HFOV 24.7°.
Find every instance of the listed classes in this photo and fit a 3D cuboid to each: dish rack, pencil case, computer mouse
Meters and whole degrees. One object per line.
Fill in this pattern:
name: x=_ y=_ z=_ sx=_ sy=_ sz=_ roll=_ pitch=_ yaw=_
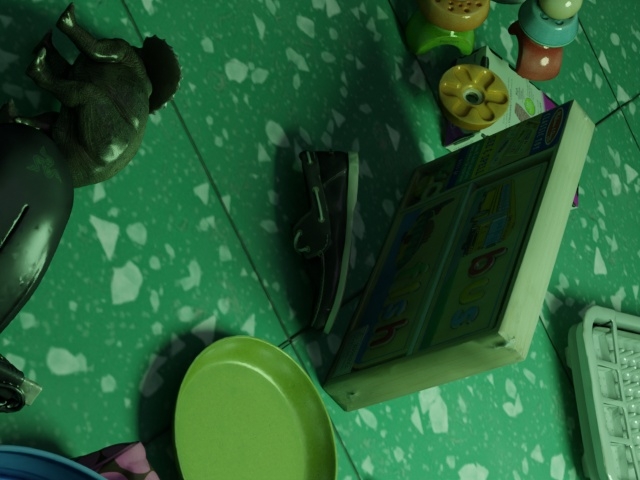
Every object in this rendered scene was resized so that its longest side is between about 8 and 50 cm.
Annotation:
dish rack: x=0.471 y=0.256 z=2.159 sx=0.333 sy=0.072 sz=0.285 roll=13 pitch=63 yaw=-45
pencil case: x=-0.177 y=0.297 z=1.396 sx=0.098 sy=0.095 sz=0.209 roll=-27 pitch=96 yaw=-21
computer mouse: x=-0.300 y=0.010 z=1.357 sx=0.188 sy=0.072 sz=0.272 roll=33 pitch=65 yaw=-32

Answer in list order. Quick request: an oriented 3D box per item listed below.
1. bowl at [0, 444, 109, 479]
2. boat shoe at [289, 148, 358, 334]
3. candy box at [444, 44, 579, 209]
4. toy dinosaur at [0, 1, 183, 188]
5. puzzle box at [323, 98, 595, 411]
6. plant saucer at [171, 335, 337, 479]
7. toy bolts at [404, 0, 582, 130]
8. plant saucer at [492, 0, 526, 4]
bowl: x=-0.279 y=0.369 z=1.213 sx=0.391 sy=0.077 sz=0.391 roll=12 pitch=70 yaw=-36
boat shoe: x=0.000 y=0.000 z=1.758 sx=0.079 sy=0.084 sz=0.233 roll=6 pitch=71 yaw=-6
candy box: x=0.284 y=-0.154 z=2.133 sx=0.233 sy=0.071 sz=0.159 roll=34 pitch=50 yaw=-35
toy dinosaur: x=-0.234 y=-0.137 z=1.507 sx=0.160 sy=0.121 sz=0.313 roll=33 pitch=45 yaw=-17
puzzle box: x=0.174 y=0.015 z=1.777 sx=0.052 sy=0.272 sz=0.409 roll=47 pitch=43 yaw=-24
plant saucer: x=-0.077 y=0.223 z=1.583 sx=0.241 sy=0.037 sz=0.241 roll=22 pitch=58 yaw=-41
toy bolts: x=0.254 y=-0.282 z=1.996 sx=0.228 sy=0.158 sz=0.218 roll=-5 pitch=62 yaw=-15
plant saucer: x=0.199 y=-0.525 z=2.183 sx=0.400 sy=0.100 sz=0.400 roll=24 pitch=56 yaw=-40
